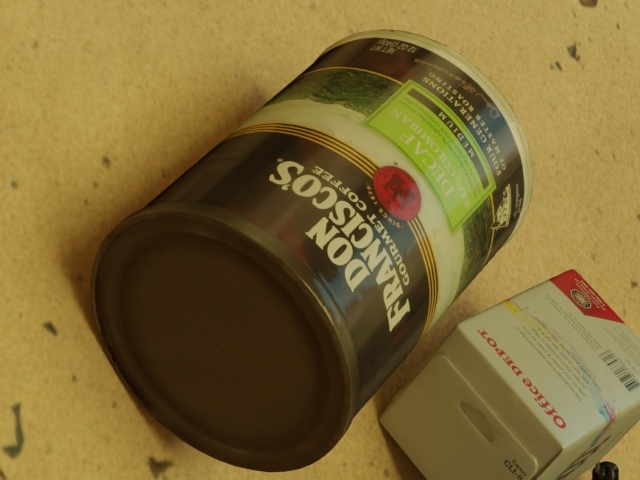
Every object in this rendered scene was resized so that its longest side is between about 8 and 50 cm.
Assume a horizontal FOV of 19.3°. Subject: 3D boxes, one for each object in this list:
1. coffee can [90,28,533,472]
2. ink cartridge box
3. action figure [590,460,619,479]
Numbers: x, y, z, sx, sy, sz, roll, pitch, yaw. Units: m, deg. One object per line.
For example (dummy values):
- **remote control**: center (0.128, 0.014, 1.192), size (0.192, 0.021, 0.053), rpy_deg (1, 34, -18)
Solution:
- **coffee can**: center (0.000, 0.000, 1.315), size (0.275, 0.201, 0.201), rpy_deg (-45, 113, -45)
- **ink cartridge box**: center (0.162, 0.126, 1.487), size (0.176, 0.127, 0.128), rpy_deg (-20, 63, -49)
- **action figure**: center (0.216, 0.266, 1.520), size (0.275, 0.164, 0.141), rpy_deg (-23, 92, -54)
